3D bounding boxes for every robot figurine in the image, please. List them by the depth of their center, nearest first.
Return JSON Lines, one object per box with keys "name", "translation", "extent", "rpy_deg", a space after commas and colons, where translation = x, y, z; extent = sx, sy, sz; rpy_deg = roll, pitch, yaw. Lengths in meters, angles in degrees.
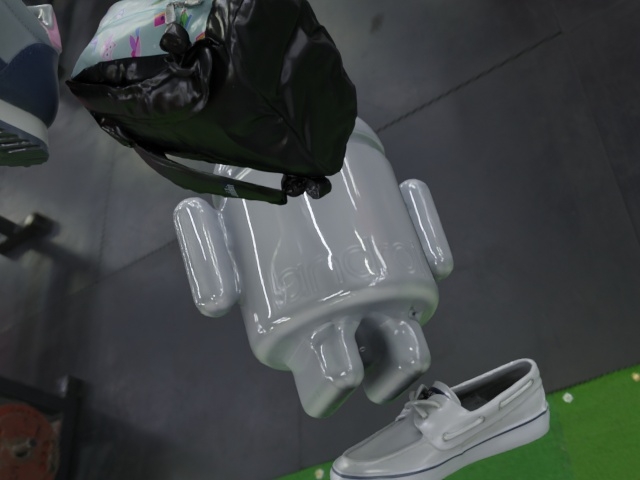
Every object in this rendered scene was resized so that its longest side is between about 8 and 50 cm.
{"name": "robot figurine", "translation": [0.000, 0.000, 0.795], "extent": [0.200, 0.299, 0.354], "rpy_deg": [-57, 45, 53]}

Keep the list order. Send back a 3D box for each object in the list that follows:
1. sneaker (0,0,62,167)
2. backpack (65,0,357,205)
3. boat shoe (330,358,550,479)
{"name": "sneaker", "translation": [-0.256, -0.156, 0.413], "extent": [0.112, 0.319, 0.131], "rpy_deg": [2, 73, 12]}
{"name": "backpack", "translation": [-0.076, -0.107, 0.499], "extent": [0.181, 0.152, 0.115], "rpy_deg": [9, 59, 38]}
{"name": "boat shoe", "translation": [0.122, 0.188, 0.776], "extent": [0.095, 0.258, 0.084], "rpy_deg": [10, 113, 62]}
